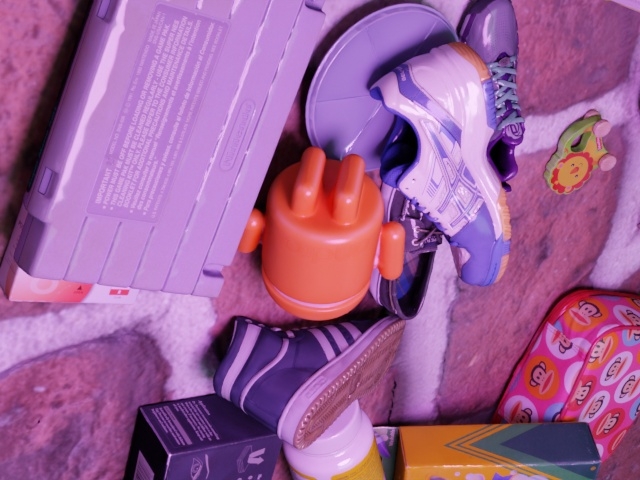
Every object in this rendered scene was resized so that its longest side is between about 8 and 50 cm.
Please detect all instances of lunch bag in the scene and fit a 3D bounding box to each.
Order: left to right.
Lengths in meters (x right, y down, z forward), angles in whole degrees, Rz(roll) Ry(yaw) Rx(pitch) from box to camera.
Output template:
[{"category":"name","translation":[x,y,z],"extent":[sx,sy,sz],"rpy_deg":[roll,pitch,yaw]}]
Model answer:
[{"category":"lunch bag","translation":[0.409,0.217,1.780],"extent":[0.258,0.120,0.293],"rpy_deg":[6,119,-39]}]

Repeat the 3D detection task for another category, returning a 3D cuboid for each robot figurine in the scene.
[{"category":"robot figurine","translation":[-0.002,-0.001,1.289],"extent":[0.158,0.128,0.219],"rpy_deg":[-20,143,-22]}]

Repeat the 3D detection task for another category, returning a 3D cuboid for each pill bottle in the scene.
[{"category":"pill bottle","translation":[0.017,0.280,1.538],"extent":[0.119,0.119,0.208],"rpy_deg":[-29,136,-15]}]

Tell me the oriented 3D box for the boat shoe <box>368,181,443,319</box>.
[{"category":"boat shoe","translation":[0.111,-0.003,1.418],"extent":[0.080,0.076,0.228],"rpy_deg":[-8,127,-32]}]

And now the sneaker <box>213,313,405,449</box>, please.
[{"category":"sneaker","translation":[-0.015,0.135,1.428],"extent":[0.282,0.153,0.099],"rpy_deg":[-33,142,-54]}]

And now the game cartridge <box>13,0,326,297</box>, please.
[{"category":"game cartridge","translation":[-0.140,-0.120,1.134],"extent":[0.230,0.068,0.355],"rpy_deg":[11,108,-37]}]

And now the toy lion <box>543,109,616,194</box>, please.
[{"category":"toy lion","translation":[0.331,-0.107,1.537],"extent":[0.096,0.034,0.100],"rpy_deg":[-28,135,-6]}]

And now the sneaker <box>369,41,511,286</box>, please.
[{"category":"sneaker","translation":[0.127,-0.070,1.314],"extent":[0.131,0.112,0.296],"rpy_deg":[-20,119,-10]}]

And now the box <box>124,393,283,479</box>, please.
[{"category":"box","translation":[-0.143,0.275,1.433],"extent":[0.158,0.093,0.156],"rpy_deg":[-5,125,-33]}]

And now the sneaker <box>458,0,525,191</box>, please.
[{"category":"sneaker","translation":[0.207,-0.166,1.345],"extent":[0.083,0.098,0.224],"rpy_deg":[-20,133,-23]}]

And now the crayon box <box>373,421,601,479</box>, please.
[{"category":"crayon box","translation":[0.213,0.357,1.676],"extent":[0.323,0.083,0.203],"rpy_deg":[0,127,-5]}]

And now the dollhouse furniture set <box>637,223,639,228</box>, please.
[{"category":"dollhouse furniture set","translation":[0.617,-0.059,1.744],"extent":[0.259,0.135,0.262],"rpy_deg":[34,99,-35]}]

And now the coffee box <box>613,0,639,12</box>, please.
[{"category":"coffee box","translation":[0.567,-0.359,1.265],"extent":[0.338,0.337,0.334],"rpy_deg":[-3,117,-36]}]

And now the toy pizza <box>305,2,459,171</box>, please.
[{"category":"toy pizza","translation":[0.066,-0.166,1.289],"extent":[0.201,0.032,0.201],"rpy_deg":[-21,133,-24]}]

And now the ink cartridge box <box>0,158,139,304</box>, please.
[{"category":"ink cartridge box","translation":[-0.224,-0.019,1.180],"extent":[0.145,0.045,0.179],"rpy_deg":[5,122,-40]}]
